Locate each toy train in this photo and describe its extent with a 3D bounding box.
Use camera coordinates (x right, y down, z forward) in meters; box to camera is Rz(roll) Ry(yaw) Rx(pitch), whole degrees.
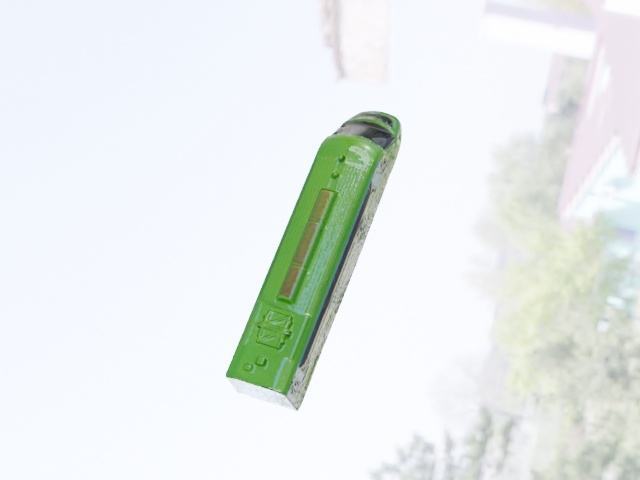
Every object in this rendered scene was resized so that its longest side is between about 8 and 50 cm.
[{"bbox_3d":[0.000,0.000,0.836,0.042,0.044,0.209,63,-134,-64],"label":"toy train"}]
